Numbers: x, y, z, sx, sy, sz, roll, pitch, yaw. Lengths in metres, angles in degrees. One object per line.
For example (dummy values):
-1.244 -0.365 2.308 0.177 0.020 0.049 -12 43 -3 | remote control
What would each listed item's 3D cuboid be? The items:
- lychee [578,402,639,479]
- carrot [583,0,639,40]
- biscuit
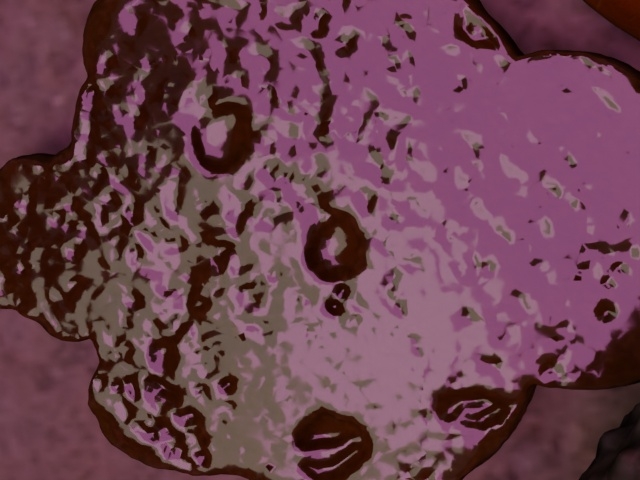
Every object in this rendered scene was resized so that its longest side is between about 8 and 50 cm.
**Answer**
0.198 0.138 0.372 0.274 0.255 0.255 42 105 22 | lychee
0.195 -0.047 0.449 0.248 0.043 0.043 31 104 2 | carrot
0.000 0.000 0.492 0.290 0.041 0.208 0 99 12 | biscuit
